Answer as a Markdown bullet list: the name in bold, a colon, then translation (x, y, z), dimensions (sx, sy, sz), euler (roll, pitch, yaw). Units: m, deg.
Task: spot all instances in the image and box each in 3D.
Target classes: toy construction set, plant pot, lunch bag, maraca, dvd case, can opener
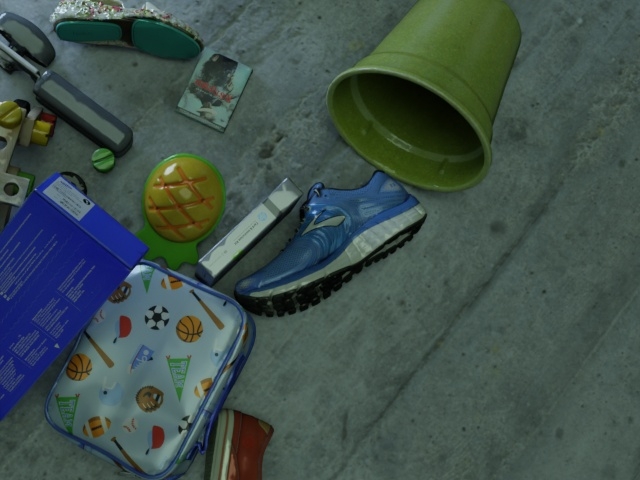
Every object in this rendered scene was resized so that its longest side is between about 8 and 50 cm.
- **toy construction set**: translation (-0.494, -0.135, 1.392), dimensions (0.309, 0.237, 0.257), euler (39, 77, -2)
- **plant pot**: translation (0.188, -0.261, 1.544), dimensions (0.276, 0.276, 0.254), euler (32, 65, -4)
- **lunch bag**: translation (-0.241, 0.197, 1.427), dimensions (0.243, 0.115, 0.303), euler (25, 78, 9)
- **maraca**: translation (-0.218, -0.044, 1.504), dimensions (0.127, 0.099, 0.185), euler (22, 104, -1)
- **dvd case**: translation (-0.172, -0.244, 1.583), dimensions (0.087, 0.013, 0.119), euler (25, 78, -6)
- **can opener**: translation (-0.398, -0.248, 1.511), dimensions (0.283, 0.076, 0.095), euler (36, 78, -4)

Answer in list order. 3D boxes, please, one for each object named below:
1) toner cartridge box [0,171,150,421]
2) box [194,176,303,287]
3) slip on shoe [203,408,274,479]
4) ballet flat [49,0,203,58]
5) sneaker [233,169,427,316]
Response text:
- **toner cartridge box**: translation (-0.406, 0.085, 1.351), dimensions (0.165, 0.075, 0.348), euler (42, 114, -7)
- **box**: translation (-0.112, -0.008, 1.489), dimensions (0.186, 0.145, 0.038), euler (-43, 89, -14)
- **slip on shoe**: translation (-0.126, 0.417, 1.438), dimensions (0.101, 0.123, 0.331), euler (9, 75, -13)
- **ballet flat**: translation (-0.303, -0.347, 1.544), dimensions (0.241, 0.091, 0.077), euler (7, 58, -13)
- **sneaker**: translation (0.000, 0.000, 1.534), dimensions (0.330, 0.130, 0.147), euler (-32, 73, -17)
